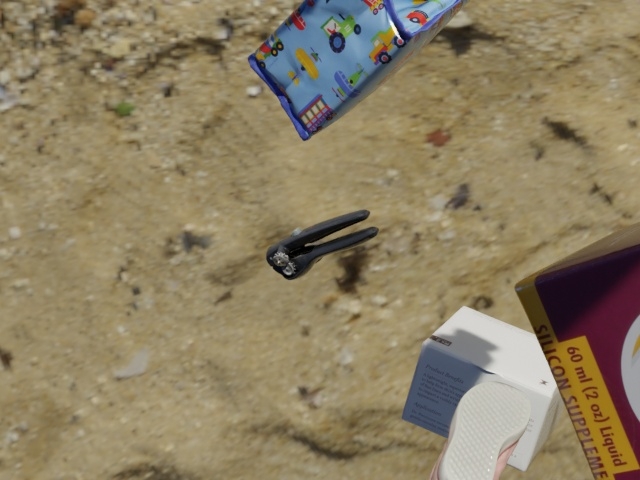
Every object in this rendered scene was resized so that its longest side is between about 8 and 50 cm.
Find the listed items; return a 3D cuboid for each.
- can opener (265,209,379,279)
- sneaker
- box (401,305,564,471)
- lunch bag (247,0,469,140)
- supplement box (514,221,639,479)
[{"bbox_3d":[0.000,0.000,1.752,0.186,0.073,0.059,-28,106,44],"label":"can opener"},{"bbox_3d":[0.107,0.158,0.966,0.051,0.134,0.070,24,125,11],"label":"sneaker"},{"bbox_3d":[0.228,0.192,1.796,0.181,0.182,0.119,22,111,17],"label":"box"},{"bbox_3d":[0.090,-0.271,1.744,0.221,0.293,0.138,-41,80,39],"label":"lunch bag"},{"bbox_3d":[0.174,0.027,0.449,0.188,0.081,0.104,-23,90,44],"label":"supplement box"}]
